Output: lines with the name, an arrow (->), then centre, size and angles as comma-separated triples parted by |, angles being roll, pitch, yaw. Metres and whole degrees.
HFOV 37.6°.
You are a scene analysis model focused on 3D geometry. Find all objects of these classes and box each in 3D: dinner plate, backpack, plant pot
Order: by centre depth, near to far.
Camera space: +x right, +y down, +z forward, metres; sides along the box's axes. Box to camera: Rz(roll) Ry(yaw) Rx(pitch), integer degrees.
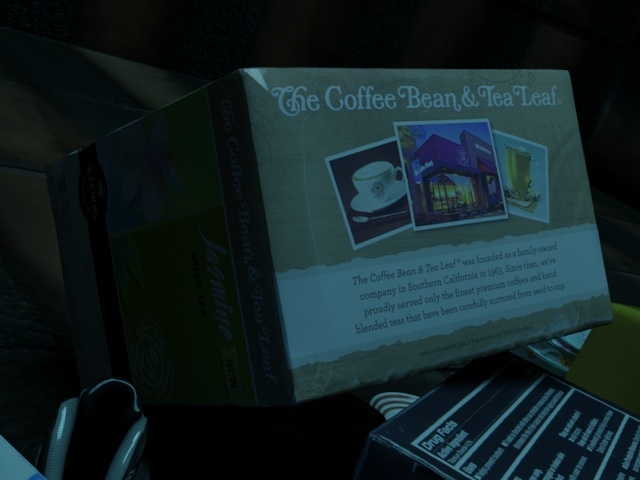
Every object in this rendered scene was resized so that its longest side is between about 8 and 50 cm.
dinner plate -> 0.113, 0.201, 0.966 | 0.141, 0.017, 0.141 | 19, 16, -6
plant pot -> 0.375, 0.179, 0.995 | 0.212, 0.212, 0.187 | 11, 20, -39
backpack -> 0.291, 0.134, 1.136 | 0.182, 0.115, 0.152 | 3, 27, -41

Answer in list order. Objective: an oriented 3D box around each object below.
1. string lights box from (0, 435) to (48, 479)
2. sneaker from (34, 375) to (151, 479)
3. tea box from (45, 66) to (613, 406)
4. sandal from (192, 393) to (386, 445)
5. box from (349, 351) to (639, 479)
string lights box -> -0.110, 0.213, 0.413 | 0.260, 0.076, 0.133 | 31, 60, 30
sneaker -> -0.144, 0.138, 0.630 | 0.086, 0.132, 0.228 | 18, 16, -10
tea box -> 0.000, 0.000, 0.781 | 0.329, 0.219, 0.324 | -8, -4, -37
sandal -> -0.030, 0.163, 0.865 | 0.180, 0.049, 0.072 | 4, 12, -6
box -> 0.179, 0.233, 0.635 | 0.294, 0.182, 0.296 | 27, 15, 21
